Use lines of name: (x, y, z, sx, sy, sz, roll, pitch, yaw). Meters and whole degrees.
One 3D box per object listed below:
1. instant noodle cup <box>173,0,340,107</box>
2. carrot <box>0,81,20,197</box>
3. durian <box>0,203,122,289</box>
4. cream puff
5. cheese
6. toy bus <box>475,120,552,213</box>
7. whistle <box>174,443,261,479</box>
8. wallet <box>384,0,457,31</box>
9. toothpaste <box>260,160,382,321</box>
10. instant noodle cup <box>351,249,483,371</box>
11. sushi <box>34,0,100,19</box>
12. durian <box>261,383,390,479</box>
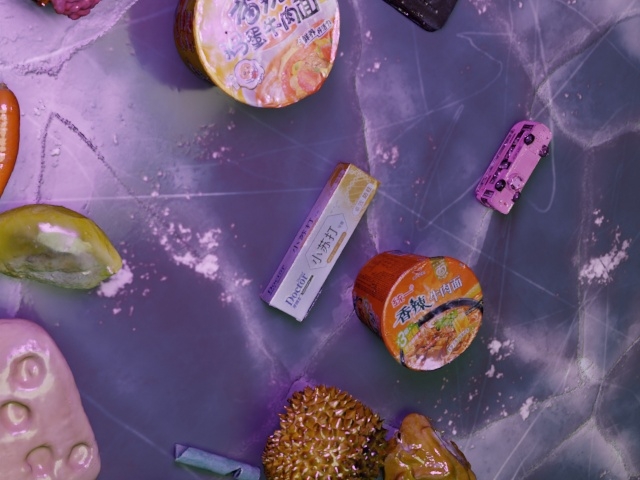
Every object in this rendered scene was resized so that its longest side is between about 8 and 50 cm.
instant noodle cup: (-0.124, -0.359, 1.546, 0.264, 0.200, 0.264, -6, 104, -26)
carrot: (-0.524, -0.118, 1.475, 0.062, 0.066, 0.271, 10, 95, -2)
durian: (-0.453, 0.010, 1.525, 0.250, 0.101, 0.139, 17, 95, -23)
cream puff: (0.222, 0.498, 1.953, 0.221, 0.195, 0.194, 42, 82, -24)
cheese: (-0.560, 0.302, 1.527, 0.351, 0.130, 0.328, -13, 110, -26)
toy bus: (0.405, -0.156, 1.928, 0.063, 0.090, 0.203, 33, 86, -29)
whistle: (-0.202, 0.437, 1.794, 0.186, 0.039, 0.039, 26, 90, -29)
wallet: (0.243, -0.572, 1.770, 0.172, 0.045, 0.318, 28, 90, -28)
toothpaste: (0.000, 0.000, 1.775, 0.089, 0.071, 0.312, 31, 88, -25)
instant noodle cup: (0.178, 0.123, 1.827, 0.230, 0.182, 0.230, -7, 105, -26)
sushi: (-0.393, -0.479, 1.368, 0.171, 0.236, 0.270, -34, 118, 11)
durian: (0.018, 0.411, 1.789, 0.258, 0.258, 0.293, -54, 159, -6)
